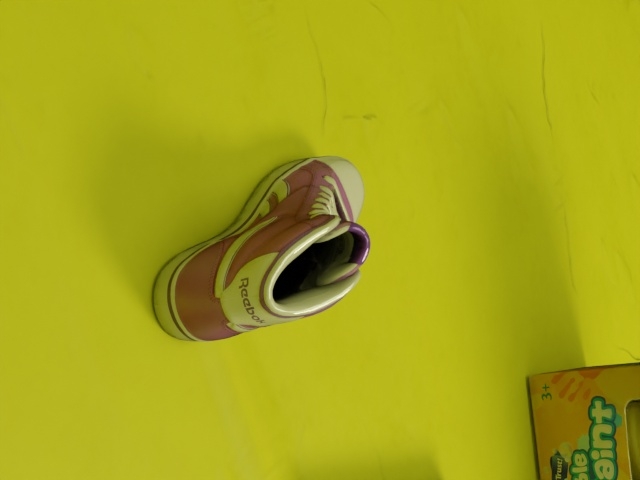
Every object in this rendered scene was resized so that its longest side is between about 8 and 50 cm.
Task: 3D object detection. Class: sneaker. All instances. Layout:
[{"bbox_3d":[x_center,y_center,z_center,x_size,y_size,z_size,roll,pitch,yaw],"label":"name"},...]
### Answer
[{"bbox_3d":[0.000,0.001,1.213,0.282,0.161,0.102,-46,116,-47],"label":"sneaker"}]

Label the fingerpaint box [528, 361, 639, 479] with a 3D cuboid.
[{"bbox_3d":[0.443,0.347,1.523,0.163,0.371,0.445,1,82,-52],"label":"fingerpaint box"}]
